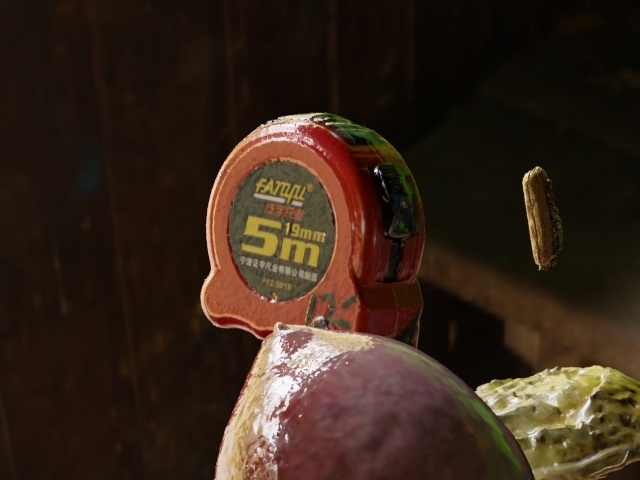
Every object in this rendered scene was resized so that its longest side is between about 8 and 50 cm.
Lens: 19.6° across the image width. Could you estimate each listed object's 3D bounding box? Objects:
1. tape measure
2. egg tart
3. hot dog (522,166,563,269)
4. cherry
[{"bbox_3d":[0.000,0.000,1.907,0.253,0.260,0.114,13,9,38],"label":"tape measure"},{"bbox_3d":[0.217,0.171,1.695,0.252,0.098,0.232,-13,5,9],"label":"egg tart"},{"bbox_3d":[0.177,-0.017,1.468,0.021,0.083,0.037,-5,14,29],"label":"hot dog"},{"bbox_3d":[0.037,0.181,1.299,0.239,0.239,0.206,-17,26,-18],"label":"cherry"}]
